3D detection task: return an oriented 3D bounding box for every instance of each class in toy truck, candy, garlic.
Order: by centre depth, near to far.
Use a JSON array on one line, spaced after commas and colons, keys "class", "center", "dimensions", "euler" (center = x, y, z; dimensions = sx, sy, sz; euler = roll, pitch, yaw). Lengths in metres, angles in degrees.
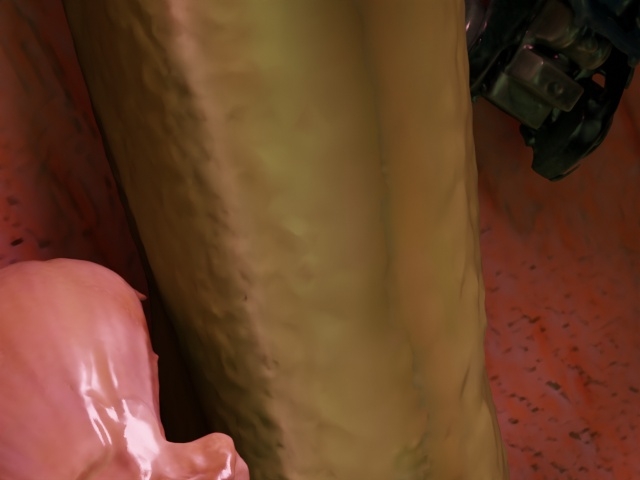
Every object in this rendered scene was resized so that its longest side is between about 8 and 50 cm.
[{"class": "garlic", "center": [-0.085, 0.093, 0.567], "dimensions": [0.124, 0.099, 0.174], "euler": [4, 79, -2]}, {"class": "candy", "center": [0.000, 0.000, 0.605], "dimensions": [0.132, 0.142, 0.343], "euler": [-23, 117, -26]}, {"class": "toy truck", "center": [0.108, -0.096, 0.646], "dimensions": [0.080, 0.078, 0.154], "euler": [31, 96, -26]}]
